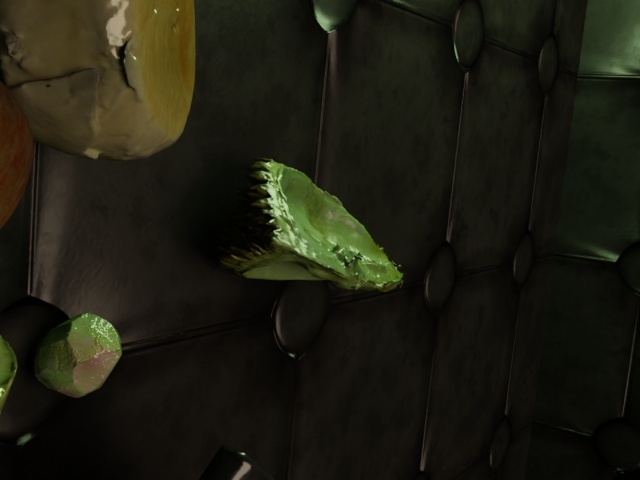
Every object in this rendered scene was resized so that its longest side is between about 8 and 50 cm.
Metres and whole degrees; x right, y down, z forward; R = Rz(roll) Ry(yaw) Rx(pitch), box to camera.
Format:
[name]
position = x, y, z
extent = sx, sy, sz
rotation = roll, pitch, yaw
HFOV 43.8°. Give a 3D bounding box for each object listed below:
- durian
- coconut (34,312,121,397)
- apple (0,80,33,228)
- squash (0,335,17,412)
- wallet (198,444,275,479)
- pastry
[durian]
position = 0.002, -0.011, 1.066
extent = 0.394, 0.198, 0.163
rotation = 19, 81, -59
[coconut]
position = -0.254, 0.121, 0.825
extent = 0.082, 0.081, 0.083
rotation = -7, 69, -46
[apple]
position = -0.315, -0.062, 0.581
extent = 0.173, 0.188, 0.188
rotation = -62, 143, -17
[squash]
position = -0.324, 0.083, 0.577
extent = 0.133, 0.220, 0.220
rotation = -63, 144, -17
[wallet]
position = -0.141, 0.410, 0.720
extent = 0.406, 0.062, 0.228
rotation = -57, 140, -30
[pastry]
position = -0.194, -0.195, 0.714
extent = 0.265, 0.133, 0.264
rotation = 6, 90, -87
